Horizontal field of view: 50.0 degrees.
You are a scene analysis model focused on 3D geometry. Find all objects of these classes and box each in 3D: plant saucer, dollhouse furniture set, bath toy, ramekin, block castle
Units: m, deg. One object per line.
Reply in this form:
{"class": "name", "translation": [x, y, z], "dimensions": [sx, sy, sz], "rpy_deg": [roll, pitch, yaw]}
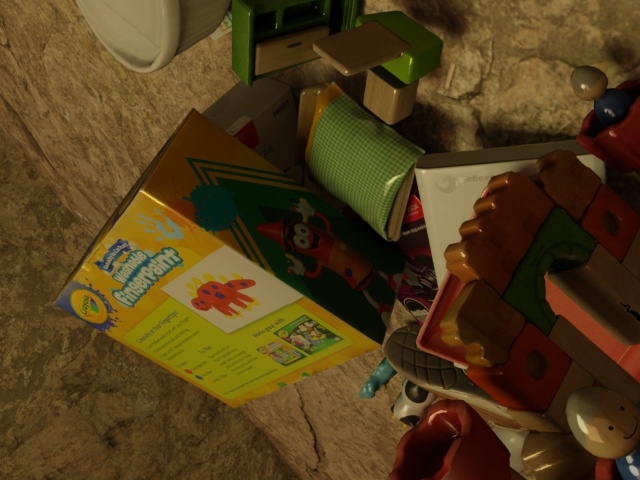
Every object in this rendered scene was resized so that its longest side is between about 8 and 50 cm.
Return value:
{"class": "plant saucer", "translation": [0.271, 0.069, 0.790], "dimensions": [0.258, 0.048, 0.259], "rpy_deg": [20, 128, 6]}
{"class": "dollhouse furniture set", "translation": [0.006, -0.131, 0.831], "dimensions": [0.197, 0.151, 0.301], "rpy_deg": [46, 147, 31]}
{"class": "bath toy", "translation": [0.251, 0.358, 1.366], "dimensions": [0.348, 0.129, 0.151], "rpy_deg": [31, 152, 22]}
{"class": "ramekin", "translation": [-0.229, -0.368, 0.898], "dimensions": [0.273, 0.127, 0.273], "rpy_deg": [35, 143, 32]}
{"class": "block castle", "translation": [0.248, 0.018, 0.487], "dimensions": [0.213, 0.453, 0.303], "rpy_deg": [40, 156, -9]}

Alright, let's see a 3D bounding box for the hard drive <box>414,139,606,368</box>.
{"class": "hard drive", "translation": [0.241, 0.032, 0.831], "dimensions": [0.203, 0.040, 0.307], "rpy_deg": [-3, 123, 22]}

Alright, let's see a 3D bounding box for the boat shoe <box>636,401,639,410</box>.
{"class": "boat shoe", "translation": [0.490, 0.237, 0.871], "dimensions": [0.254, 0.095, 0.079], "rpy_deg": [21, 148, 36]}

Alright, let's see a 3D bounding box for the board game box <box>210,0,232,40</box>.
{"class": "board game box", "translation": [-0.140, -0.350, 0.963], "dimensions": [0.103, 0.026, 0.154], "rpy_deg": [53, 153, -21]}

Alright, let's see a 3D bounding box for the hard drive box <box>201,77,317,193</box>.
{"class": "hard drive box", "translation": [-0.112, -0.118, 1.101], "dimensions": [0.089, 0.181, 0.232], "rpy_deg": [26, 150, 31]}

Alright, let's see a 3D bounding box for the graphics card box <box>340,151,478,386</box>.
{"class": "graphics card box", "translation": [0.210, 0.063, 1.014], "dimensions": [0.371, 0.094, 0.233], "rpy_deg": [48, 153, -12]}

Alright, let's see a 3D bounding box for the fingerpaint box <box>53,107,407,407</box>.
{"class": "fingerpaint box", "translation": [-0.156, 0.062, 1.049], "dimensions": [0.371, 0.163, 0.445], "rpy_deg": [34, 143, -16]}

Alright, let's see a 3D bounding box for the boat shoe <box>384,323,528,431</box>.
{"class": "boat shoe", "translation": [0.252, 0.251, 1.214], "dimensions": [0.324, 0.123, 0.116], "rpy_deg": [22, 149, 40]}
